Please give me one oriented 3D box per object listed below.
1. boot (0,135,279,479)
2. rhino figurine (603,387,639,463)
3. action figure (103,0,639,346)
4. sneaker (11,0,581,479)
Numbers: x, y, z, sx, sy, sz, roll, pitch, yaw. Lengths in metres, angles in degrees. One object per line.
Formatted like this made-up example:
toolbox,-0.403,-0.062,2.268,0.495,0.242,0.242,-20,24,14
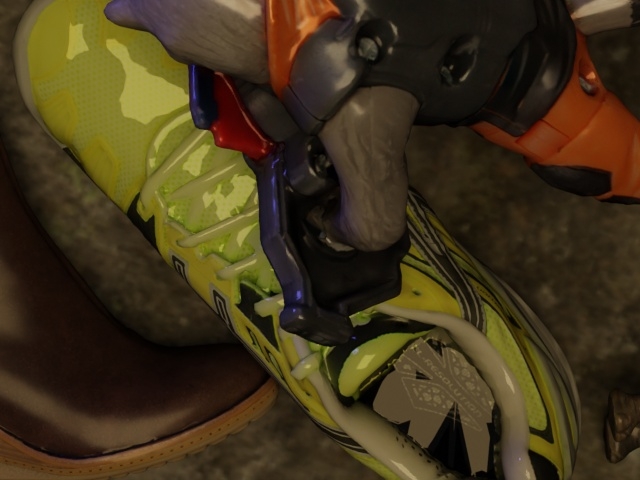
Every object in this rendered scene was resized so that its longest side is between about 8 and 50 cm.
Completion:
boot,-0.158,0.023,0.867,0.248,0.090,0.207,-9,103,4
rhino figurine,0.225,0.190,0.919,0.106,0.073,0.243,-8,102,3
action figure,0.061,-0.138,0.760,0.330,0.178,0.341,-4,70,-25
sneaker,0.000,0.000,0.839,0.384,0.147,0.145,41,99,-7
